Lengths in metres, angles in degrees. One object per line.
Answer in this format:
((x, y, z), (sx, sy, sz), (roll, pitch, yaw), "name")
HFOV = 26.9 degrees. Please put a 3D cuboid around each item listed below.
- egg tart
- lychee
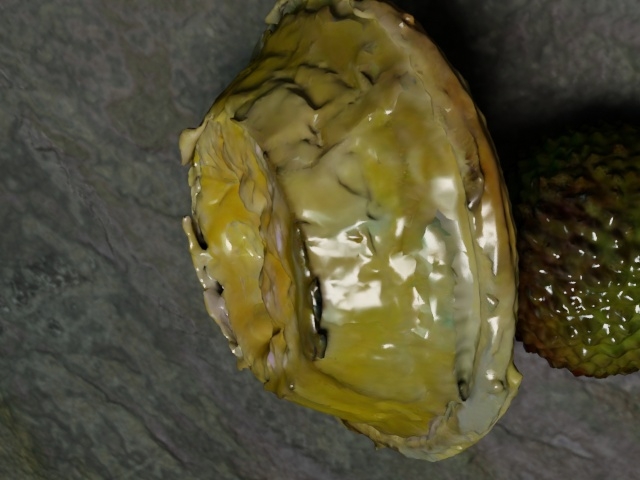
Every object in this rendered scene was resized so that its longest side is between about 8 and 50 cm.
((0.000, 0.000, 0.801), (0.315, 0.120, 0.315), (45, 144, 48), "egg tart")
((0.168, 0.006, 0.779), (0.171, 0.171, 0.171), (12, 123, 19), "lychee")
